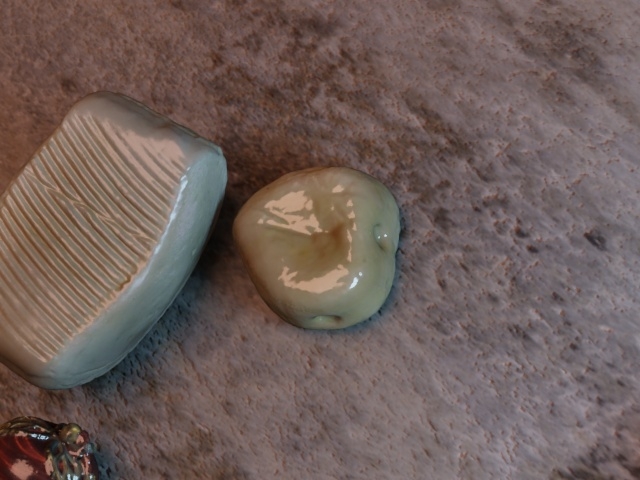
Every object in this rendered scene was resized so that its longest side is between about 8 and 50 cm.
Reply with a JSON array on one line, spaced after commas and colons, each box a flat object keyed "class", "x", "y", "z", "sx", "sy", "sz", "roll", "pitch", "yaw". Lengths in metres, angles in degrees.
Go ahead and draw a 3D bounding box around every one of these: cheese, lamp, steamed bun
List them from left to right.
[{"class": "lamp", "x": -0.387, "y": 0.311, "z": 1.891, "sx": 0.223, "sy": 0.151, "sz": 0.215, "roll": -50, "pitch": 56, "yaw": -1}, {"class": "steamed bun", "x": -0.285, "y": 0.010, "z": 1.934, "sx": 0.247, "sy": 0.236, "sz": 0.383, "roll": 31, "pitch": 89, "yaw": 20}, {"class": "cheese", "x": 0.000, "y": 0.000, "z": 1.885, "sx": 0.235, "sy": 0.117, "sz": 0.218, "roll": 39, "pitch": 85, "yaw": 27}]
